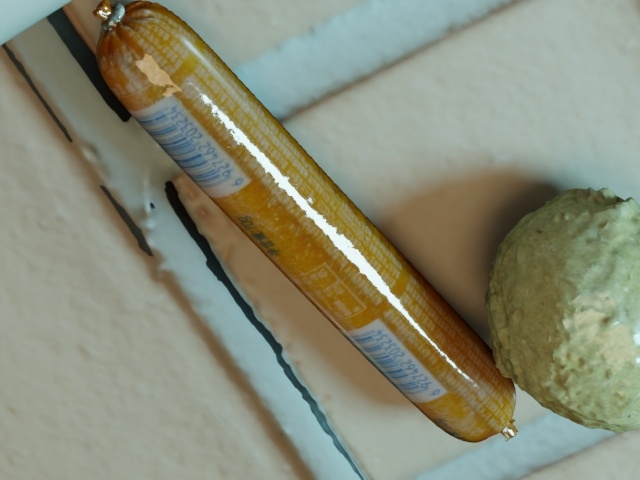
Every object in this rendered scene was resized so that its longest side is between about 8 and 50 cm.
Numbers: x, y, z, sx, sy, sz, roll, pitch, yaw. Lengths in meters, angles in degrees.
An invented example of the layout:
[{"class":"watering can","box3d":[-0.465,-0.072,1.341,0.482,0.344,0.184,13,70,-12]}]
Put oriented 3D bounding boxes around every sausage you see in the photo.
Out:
[{"class":"sausage","box3d":[0.000,0.000,0.936,0.053,0.053,0.348,-35,119,15]}]

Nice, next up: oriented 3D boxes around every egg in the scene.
[{"class":"egg","box3d":[0.147,0.040,0.950,0.116,0.118,0.140,-39,118,-33]}]

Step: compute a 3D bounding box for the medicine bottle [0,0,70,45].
[{"class":"medicine bottle","box3d":[-0.112,-0.176,0.760,0.237,0.139,0.139,-29,121,14]}]
